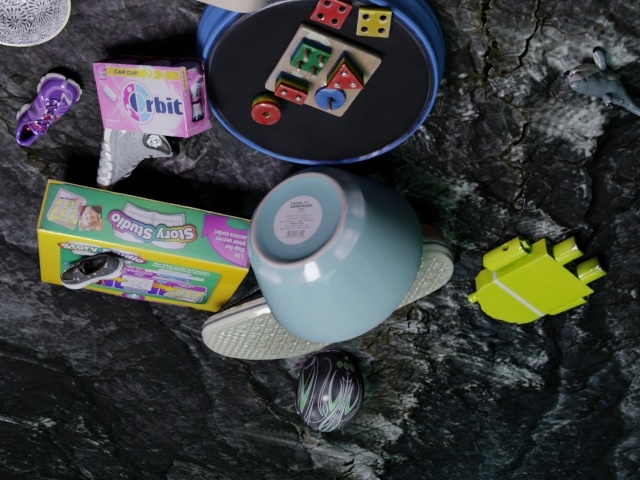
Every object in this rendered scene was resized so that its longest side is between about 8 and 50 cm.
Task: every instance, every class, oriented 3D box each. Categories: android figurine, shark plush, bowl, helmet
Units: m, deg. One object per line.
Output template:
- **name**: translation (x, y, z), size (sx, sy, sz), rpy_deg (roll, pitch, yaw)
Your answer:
- **android figurine**: translation (0.424, 0.082, 1.951), size (0.248, 0.056, 0.273), rpy_deg (32, 133, -32)
- **shark plush**: translation (0.446, -0.229, 1.545), size (0.073, 0.067, 0.161), rpy_deg (-29, 132, 34)
- **bowl**: translation (-0.001, -0.264, 1.520), size (0.391, 0.077, 0.391), rpy_deg (2, 141, 1)
- **helmet**: translation (0.021, 0.349, 2.225), size (0.169, 0.161, 0.169), rpy_deg (2, 142, 1)
- **bowl**: translation (-0.440, -0.369, 1.403), size (0.170, 0.080, 0.170), rpy_deg (-2, 139, -2)
- **bowl**: translation (0.000, 0.000, 1.646), size (0.312, 0.311, 0.163), rpy_deg (-16, 147, 22)

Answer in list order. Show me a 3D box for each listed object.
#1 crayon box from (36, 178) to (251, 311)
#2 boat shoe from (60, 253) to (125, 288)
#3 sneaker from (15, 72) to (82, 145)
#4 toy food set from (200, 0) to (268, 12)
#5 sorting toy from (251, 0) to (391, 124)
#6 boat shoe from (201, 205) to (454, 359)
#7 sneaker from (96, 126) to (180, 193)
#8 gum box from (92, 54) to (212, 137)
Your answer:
- **crayon box**: translation (-0.328, 0.020, 1.808), size (0.363, 0.106, 0.313), rpy_deg (11, 159, -11)
- **boat shoe**: translation (-0.402, 0.048, 1.695), size (0.142, 0.049, 0.040), rpy_deg (-13, 148, 29)
- **sneaker**: translation (-0.451, -0.210, 1.617), size (0.068, 0.071, 0.170), rpy_deg (26, 135, -27)
- **toy food set**: translation (-0.189, -0.447, 1.279), size (0.306, 0.092, 0.219), rpy_deg (16, 127, -7)
- **sorting toy**: translation (0.006, -0.244, 1.446), size (0.132, 0.046, 0.274), rpy_deg (19, 139, -20)
- **boat shoe**: translation (0.005, 0.084, 1.842), size (0.500, 0.156, 0.187), rpy_deg (-25, 139, 12)
- **sneaker**: translation (-0.312, -0.142, 1.688), size (0.132, 0.086, 0.228), rpy_deg (8, 141, -11)
- **gum box**: translation (-0.255, -0.224, 1.506), size (0.188, 0.062, 0.107), rpy_deg (10, 116, 32)
